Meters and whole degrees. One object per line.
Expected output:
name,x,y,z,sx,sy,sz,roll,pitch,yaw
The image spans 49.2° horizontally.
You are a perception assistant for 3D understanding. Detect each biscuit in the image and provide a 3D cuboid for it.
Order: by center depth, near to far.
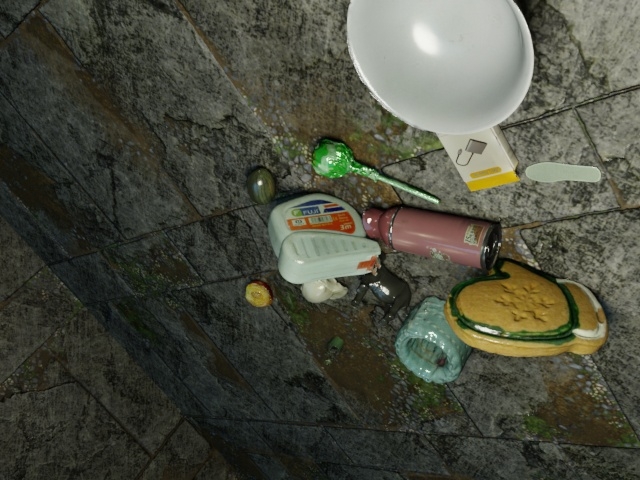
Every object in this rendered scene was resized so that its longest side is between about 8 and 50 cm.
biscuit,0.443,0.136,1.534,0.343,0.287,0.057,2,128,0

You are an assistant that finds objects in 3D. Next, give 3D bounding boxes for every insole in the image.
insole,0.486,-0.135,1.407,0.152,0.002,0.053,9,135,34

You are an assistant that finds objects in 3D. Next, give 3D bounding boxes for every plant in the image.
plant,0.036,0.355,2.231,0.051,0.102,0.051,20,139,19

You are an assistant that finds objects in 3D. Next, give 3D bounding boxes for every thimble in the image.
thimble,0.303,0.265,1.876,0.198,0.143,0.235,5,131,36

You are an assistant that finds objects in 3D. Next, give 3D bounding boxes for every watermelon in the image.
watermelon,-0.159,-0.147,1.874,0.078,0.078,0.111,13,132,30

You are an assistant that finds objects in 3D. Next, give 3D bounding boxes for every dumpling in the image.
dumpling,0.012,0.136,2.023,0.134,0.100,0.169,14,142,8

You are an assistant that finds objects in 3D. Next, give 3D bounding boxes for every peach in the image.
peach,-0.193,0.165,2.255,0.098,0.061,0.098,6,122,10

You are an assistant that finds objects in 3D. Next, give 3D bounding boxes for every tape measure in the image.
tape measure,0.000,0.001,1.767,0.125,0.243,0.246,107,149,-48

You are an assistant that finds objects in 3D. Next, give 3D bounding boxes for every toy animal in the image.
toy animal,0.137,0.117,1.854,0.245,0.146,0.114,47,142,-16

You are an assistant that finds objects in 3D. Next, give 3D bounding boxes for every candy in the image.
candy,0.131,-0.152,1.642,0.323,0.097,0.097,22,142,8

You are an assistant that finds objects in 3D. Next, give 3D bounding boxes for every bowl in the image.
bowl,0.231,-0.371,1.237,0.345,0.157,0.346,23,142,20

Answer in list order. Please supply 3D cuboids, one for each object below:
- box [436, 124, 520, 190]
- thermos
box,0.309,-0.216,1.444,0.129,0.033,0.247,-11,122,45
thermos,0.255,-0.017,1.656,0.330,0.136,0.110,13,102,30
